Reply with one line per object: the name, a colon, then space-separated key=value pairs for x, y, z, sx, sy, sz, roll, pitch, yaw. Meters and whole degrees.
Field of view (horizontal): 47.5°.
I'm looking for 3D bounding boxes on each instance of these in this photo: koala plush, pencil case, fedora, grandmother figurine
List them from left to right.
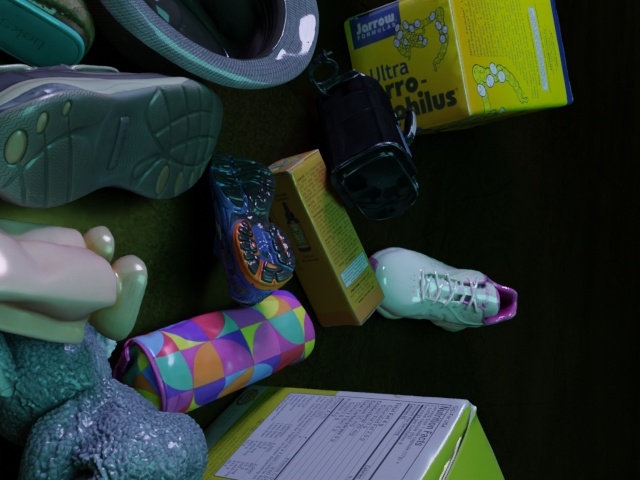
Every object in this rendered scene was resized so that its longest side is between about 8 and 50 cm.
grandmother figurine: x=-0.288 y=0.013 z=0.504 sx=0.342 sy=0.207 sz=0.104 roll=15 pitch=96 yaw=-48
koala plush: x=-0.224 y=0.153 z=0.649 sx=0.221 sy=0.203 sz=0.196 roll=60 pitch=24 yaw=13
fedora: x=-0.148 y=-0.261 z=0.808 sx=0.275 sy=0.124 sz=0.244 roll=23 pitch=59 yaw=-30
pencil case: x=-0.114 y=0.124 z=0.818 sx=0.236 sy=0.104 sz=0.105 roll=-16 pitch=96 yaw=-48

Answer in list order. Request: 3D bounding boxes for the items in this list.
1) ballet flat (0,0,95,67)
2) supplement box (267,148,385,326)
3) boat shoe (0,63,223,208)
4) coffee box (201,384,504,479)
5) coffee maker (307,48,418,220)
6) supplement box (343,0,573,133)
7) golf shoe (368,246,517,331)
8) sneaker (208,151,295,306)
ballet flat: x=-0.348 y=-0.272 z=0.631 sx=0.342 sy=0.116 sz=0.124 roll=22 pitch=48 yaw=-44
supplement box: x=0.000 y=0.000 z=0.975 sx=0.080 sy=0.078 sz=0.234 roll=-44 pitch=116 yaw=-41
boat shoe: x=-0.215 y=-0.120 z=0.705 sx=0.132 sy=0.130 sz=0.355 roll=-66 pitch=164 yaw=13
coffee box: x=0.002 y=0.388 z=0.728 sx=0.338 sy=0.334 sz=0.338 roll=-42 pitch=114 yaw=-42
coffee maker: x=0.049 y=-0.136 z=0.980 sx=0.171 sy=0.120 sz=0.178 roll=26 pitch=32 yaw=-28
supplement box: x=0.236 y=-0.286 z=1.186 sx=0.356 sy=0.194 sz=0.196 roll=-15 pitch=95 yaw=-47
golf shoe: x=0.190 y=0.074 z=1.120 sx=0.306 sy=0.140 sz=0.115 roll=15 pitch=75 yaw=-46
sneaker: x=-0.097 y=-0.018 z=0.846 sx=0.083 sy=0.087 sz=0.221 roll=12 pitch=44 yaw=-28
